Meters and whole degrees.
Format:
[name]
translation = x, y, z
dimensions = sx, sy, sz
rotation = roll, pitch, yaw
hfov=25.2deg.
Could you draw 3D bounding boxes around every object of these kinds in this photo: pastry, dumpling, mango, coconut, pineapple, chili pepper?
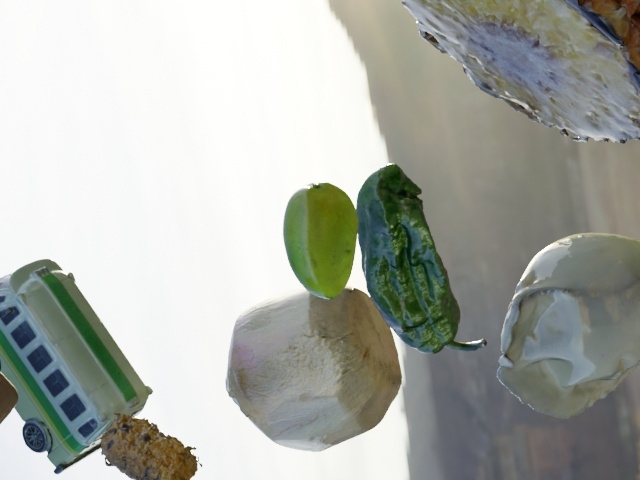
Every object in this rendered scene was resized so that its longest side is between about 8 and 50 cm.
[pastry]
translation = -0.223, 0.274, 1.829
dimensions = 0.080, 0.140, 0.056
rotation = -51, -34, -36
[dumpling]
translation = 0.227, 0.073, 1.177
dimensions = 0.111, 0.181, 0.155
rotation = -100, 13, -65
[mango]
translation = 0.000, 0.000, 1.302
dimensions = 0.073, 0.056, 0.108
rotation = -9, -92, -44
[coconut]
translation = -0.020, 0.176, 1.938
dimensions = 0.227, 0.230, 0.227
rotation = 52, -158, -32
[pineapple]
translation = 0.227, -0.250, 1.109
dimensions = 0.271, 0.262, 0.262
rotation = -53, -19, -12
[chili pepper]
translation = 0.095, 0.032, 1.490
dimensions = 0.074, 0.100, 0.257
rotation = -104, -7, -46

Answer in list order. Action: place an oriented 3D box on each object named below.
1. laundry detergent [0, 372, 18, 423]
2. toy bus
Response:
[laundry detergent]
translation = -0.419, 0.227, 1.425
dimensions = 0.076, 0.171, 0.237
rotation = 49, -128, -16
[toy bus]
translation = -0.366, 0.161, 1.981
dimensions = 0.276, 0.165, 0.134
rotation = 55, -144, 5
